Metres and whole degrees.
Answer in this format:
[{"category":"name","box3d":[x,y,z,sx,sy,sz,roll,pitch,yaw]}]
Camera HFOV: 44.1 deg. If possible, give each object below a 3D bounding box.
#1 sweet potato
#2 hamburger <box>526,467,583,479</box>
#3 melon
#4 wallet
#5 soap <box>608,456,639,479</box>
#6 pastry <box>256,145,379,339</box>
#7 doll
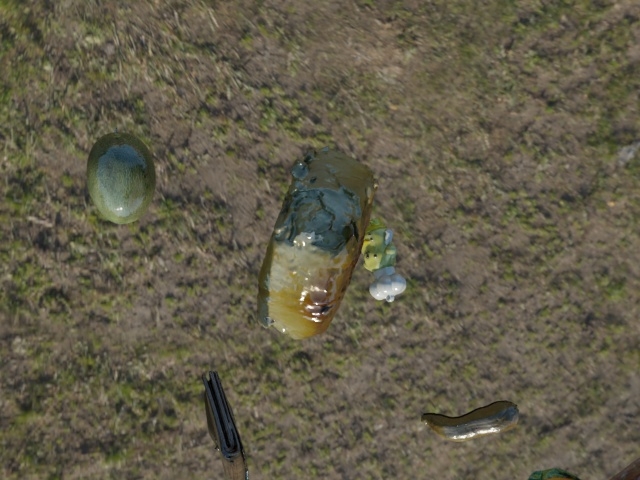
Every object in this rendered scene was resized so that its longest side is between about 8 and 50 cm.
[{"category":"sweet potato","box3d":[0.327,0.402,1.742,0.233,0.081,0.062,-16,113,28]},{"category":"hamburger","box3d":[0.531,0.638,1.761,0.246,0.170,0.246,-1,82,4]},{"category":"melon","box3d":[-0.334,-0.109,1.322,0.114,0.114,0.167,-8,116,-14]},{"category":"wallet","box3d":[-0.135,0.278,1.124,0.042,0.124,0.230,-18,153,-10]},{"category":"soap","box3d":[0.407,0.394,1.028,0.273,0.218,0.098,-41,99,10]},{"category":"pastry","box3d":[0.000,0.000,1.265,0.136,0.330,0.330,19,109,5]},{"category":"doll","box3d":[0.117,0.041,1.534,0.062,0.106,0.163,-7,74,-30]}]
